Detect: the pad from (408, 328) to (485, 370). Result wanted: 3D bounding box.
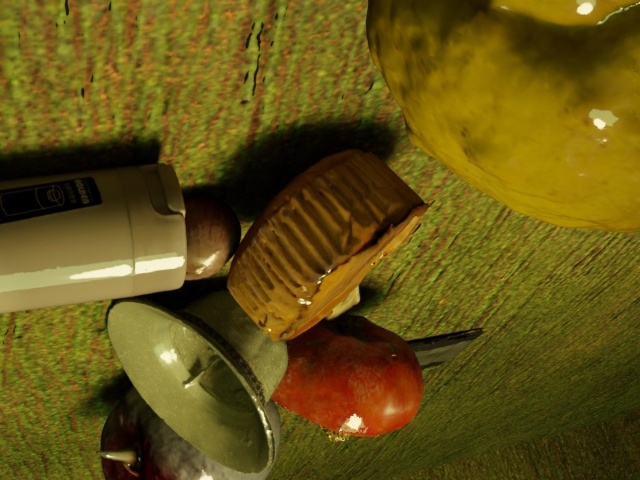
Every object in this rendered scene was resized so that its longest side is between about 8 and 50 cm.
[{"bbox_3d":[0.159,0.211,1.666,0.233,0.022,0.174,-7,155,-27],"label":"pad"}]

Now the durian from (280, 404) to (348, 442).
[{"bbox_3d":[-0.014,0.200,1.364,0.108,0.187,0.119,22,109,-42],"label":"durian"}]

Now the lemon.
[{"bbox_3d":[0.161,-0.138,0.520,0.285,0.285,0.316,-27,-161,23],"label":"lemon"}]

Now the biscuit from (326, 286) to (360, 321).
[{"bbox_3d":[0.017,0.046,1.126,0.056,0.052,0.188,-28,160,-7],"label":"biscuit"}]

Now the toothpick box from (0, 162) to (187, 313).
[{"bbox_3d":[-0.207,-0.001,0.767,0.180,0.111,0.111,-8,156,-20],"label":"toothpick box"}]

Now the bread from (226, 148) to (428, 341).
[{"bbox_3d":[0.000,0.000,0.882,0.199,0.104,0.199,-41,170,-9],"label":"bread"}]

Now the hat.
[{"bbox_3d":[-0.113,0.135,1.095,0.130,0.257,0.257,-41,173,-34],"label":"hat"}]

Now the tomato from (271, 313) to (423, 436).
[{"bbox_3d":[0.027,0.154,1.221,0.236,0.236,0.095,2,113,-40],"label":"tomato"}]

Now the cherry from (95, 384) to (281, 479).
[{"bbox_3d":[-0.187,0.289,1.336,0.296,0.218,0.255,-11,160,-46],"label":"cherry"}]

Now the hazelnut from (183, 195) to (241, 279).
[{"bbox_3d":[-0.116,-0.001,0.882,0.086,0.086,0.086,-15,158,-6],"label":"hazelnut"}]
